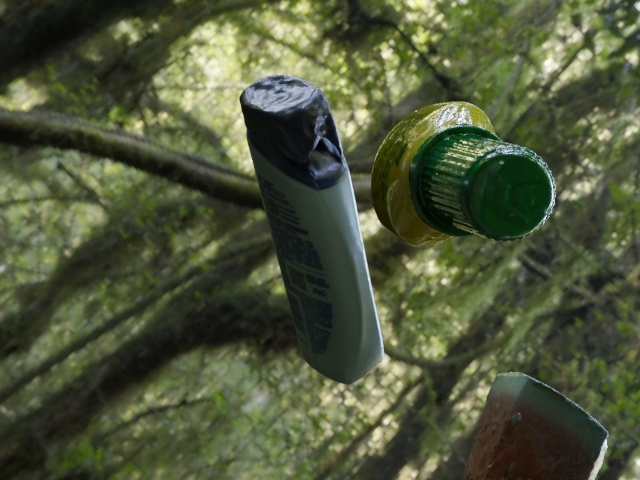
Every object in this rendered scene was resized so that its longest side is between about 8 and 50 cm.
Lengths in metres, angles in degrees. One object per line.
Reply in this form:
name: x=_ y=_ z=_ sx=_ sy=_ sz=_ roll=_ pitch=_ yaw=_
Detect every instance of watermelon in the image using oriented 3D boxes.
watermelon: x=0.254 y=0.319 z=1.342 sx=0.193 sy=0.257 sz=0.140 roll=36 pitch=-11 yaw=-7

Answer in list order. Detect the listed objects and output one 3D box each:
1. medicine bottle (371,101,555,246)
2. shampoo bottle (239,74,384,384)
medicine bottle: x=0.089 y=-0.042 z=0.727 sx=0.076 sy=0.111 sz=0.309 roll=20 pitch=5 yaw=-6
shampoo bottle: x=0.000 y=0.000 z=1.146 sx=0.134 sy=0.078 sz=0.359 roll=33 pitch=-35 yaw=44
